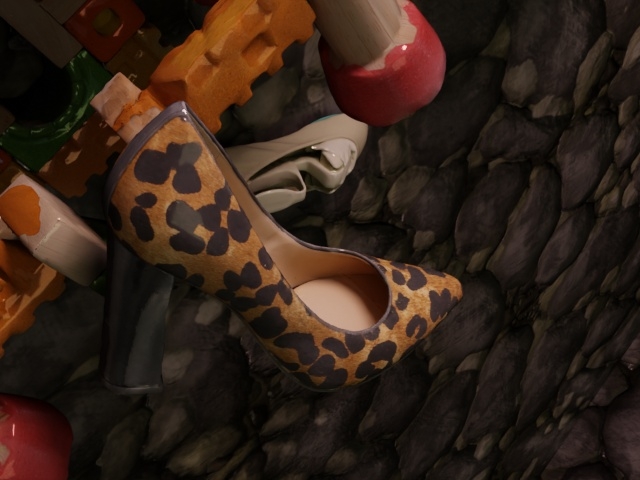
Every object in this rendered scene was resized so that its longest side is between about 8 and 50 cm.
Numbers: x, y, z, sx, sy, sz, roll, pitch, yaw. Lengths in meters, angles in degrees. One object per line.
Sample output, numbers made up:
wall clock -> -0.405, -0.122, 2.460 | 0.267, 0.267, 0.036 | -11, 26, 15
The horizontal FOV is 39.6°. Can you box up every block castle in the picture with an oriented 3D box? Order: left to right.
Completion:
block castle -> -0.163, -0.061, 0.641 | 0.453, 0.303, 0.213 | -47, 145, -2

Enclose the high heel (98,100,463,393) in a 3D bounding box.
high heel -> 0.000, 0.000, 0.528 | 0.261, 0.093, 0.186 | -7, 131, -27

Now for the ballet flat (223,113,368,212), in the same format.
ballet flat -> -0.025, -0.074, 0.959 | 0.248, 0.086, 0.086 | -22, 135, -33
